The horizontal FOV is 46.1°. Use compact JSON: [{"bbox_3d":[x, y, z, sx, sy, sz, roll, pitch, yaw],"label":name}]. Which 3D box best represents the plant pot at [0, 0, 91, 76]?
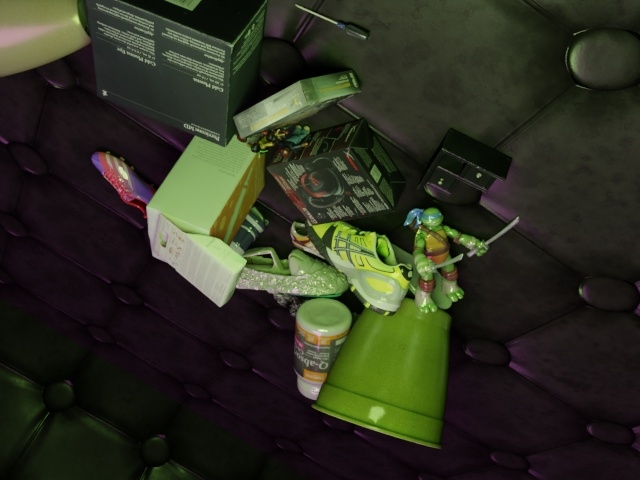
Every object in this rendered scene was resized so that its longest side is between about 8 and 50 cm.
[{"bbox_3d":[-0.661,-0.517,1.747,0.274,0.256,0.256,-2,139,11],"label":"plant pot"}]

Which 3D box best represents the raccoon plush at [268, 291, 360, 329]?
[{"bbox_3d":[0.057,0.253,2.307,0.446,0.216,0.299,43,134,-22],"label":"raccoon plush"}]

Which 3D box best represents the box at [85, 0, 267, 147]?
[{"bbox_3d":[-0.320,-0.425,1.676,0.343,0.179,0.312,23,144,5],"label":"box"}]

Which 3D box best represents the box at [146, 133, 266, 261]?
[{"bbox_3d":[-0.279,-0.116,1.903,0.168,0.345,0.215,21,145,7],"label":"box"}]

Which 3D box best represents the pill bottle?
[{"bbox_3d":[0.003,0.319,2.186,0.162,0.162,0.278,14,123,16],"label":"pill bottle"}]

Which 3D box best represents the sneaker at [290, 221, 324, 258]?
[{"bbox_3d":[0.000,0.000,2.116,0.186,0.069,0.084,15,149,14],"label":"sneaker"}]

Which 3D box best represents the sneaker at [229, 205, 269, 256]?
[{"bbox_3d":[-0.252,-0.041,2.216,0.099,0.153,0.282,44,172,-27],"label":"sneaker"}]

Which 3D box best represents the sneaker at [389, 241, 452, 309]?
[{"bbox_3d":[0.223,0.111,2.097,0.296,0.104,0.147,34,147,-1],"label":"sneaker"}]

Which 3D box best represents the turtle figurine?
[{"bbox_3d":[0.322,0.063,1.863,0.275,0.198,0.266,14,131,23],"label":"turtle figurine"}]

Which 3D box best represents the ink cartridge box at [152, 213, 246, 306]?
[{"bbox_3d":[-0.290,0.038,1.781,0.225,0.056,0.181,40,145,7],"label":"ink cartridge box"}]

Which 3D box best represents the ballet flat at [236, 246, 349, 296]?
[{"bbox_3d":[-0.118,0.088,2.237,0.409,0.147,0.147,2,139,17],"label":"ballet flat"}]

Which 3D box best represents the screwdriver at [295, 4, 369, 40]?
[{"bbox_3d":[0.022,-0.453,1.559,0.170,0.025,0.024,22,145,4],"label":"screwdriver"}]

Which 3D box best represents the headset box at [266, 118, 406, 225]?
[{"bbox_3d":[0.027,-0.159,1.858,0.293,0.110,0.218,-10,131,40],"label":"headset box"}]

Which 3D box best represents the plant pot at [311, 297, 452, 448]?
[{"bbox_3d":[0.200,0.338,2.053,0.367,0.353,0.366,17,170,3],"label":"plant pot"}]

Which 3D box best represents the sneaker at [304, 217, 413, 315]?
[{"bbox_3d":[0.105,0.024,1.953,0.145,0.147,0.384,10,-150,-52],"label":"sneaker"}]

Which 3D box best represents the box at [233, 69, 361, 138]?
[{"bbox_3d":[-0.052,-0.302,1.664,0.231,0.183,0.056,-18,96,44],"label":"box"}]

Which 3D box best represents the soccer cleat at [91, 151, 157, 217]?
[{"bbox_3d":[-0.585,-0.169,2.244,0.248,0.095,0.083,39,143,-18],"label":"soccer cleat"}]

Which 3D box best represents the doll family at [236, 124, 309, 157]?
[{"bbox_3d":[-0.117,-0.248,1.823,0.193,0.111,0.076,-4,122,33],"label":"doll family"}]

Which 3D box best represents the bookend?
[{"bbox_3d":[0.325,-0.153,1.712,0.156,0.072,0.157,27,146,-1],"label":"bookend"}]
